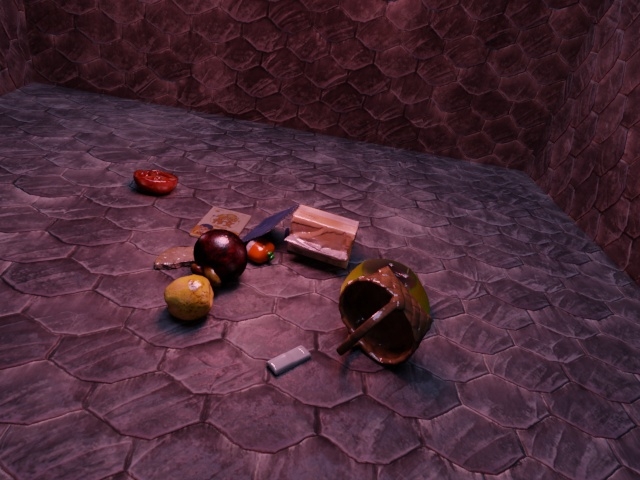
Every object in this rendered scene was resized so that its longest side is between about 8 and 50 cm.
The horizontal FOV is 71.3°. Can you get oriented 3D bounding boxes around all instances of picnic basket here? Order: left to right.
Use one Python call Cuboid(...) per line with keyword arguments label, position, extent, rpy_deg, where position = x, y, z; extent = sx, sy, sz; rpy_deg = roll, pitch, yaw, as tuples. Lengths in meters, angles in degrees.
Cuboid(label="picnic basket", position=(0.178, 0.292, 1.549), extent=(0.337, 0.293, 0.337), rpy_deg=(22, 41, -21))

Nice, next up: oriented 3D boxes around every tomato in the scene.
Cuboid(label="tomato", position=(-0.859, -0.300, 2.331), extent=(0.228, 0.101, 0.228), rpy_deg=(10, 23, -4))

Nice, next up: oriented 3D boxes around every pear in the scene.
Cuboid(label="pear", position=(-0.474, 0.202, 1.600), extent=(0.178, 0.178, 0.178), rpy_deg=(9, 32, -6))
Cuboid(label="pear", position=(0.287, 0.205, 1.866), extent=(0.398, 0.165, 0.399), rpy_deg=(9, 32, -6))

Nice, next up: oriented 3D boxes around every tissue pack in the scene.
Cuboid(label="tissue pack", position=(0.000, 0.000, 2.050), extent=(0.305, 0.239, 0.238), rpy_deg=(18, 32, 6))

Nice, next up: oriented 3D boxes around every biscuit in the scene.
Cuboid(label="biscuit", position=(-0.578, 0.068, 1.901), extent=(0.250, 0.032, 0.133), rpy_deg=(-3, 35, -24))

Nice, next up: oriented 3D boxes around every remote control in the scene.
Cuboid(label="remote control", position=(-0.107, 0.407, 1.532), extent=(0.162, 0.029, 0.061), rpy_deg=(-18, 44, -41))

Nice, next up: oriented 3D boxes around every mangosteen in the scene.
Cuboid(label="mangosteen", position=(-0.416, 0.081, 1.784), extent=(0.228, 0.228, 0.265), rpy_deg=(25, 63, 19))

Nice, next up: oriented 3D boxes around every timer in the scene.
Cuboid(label="timer", position=(-0.258, 0.048, 1.984), extent=(0.136, 0.099, 0.136), rpy_deg=(1, 39, 0))

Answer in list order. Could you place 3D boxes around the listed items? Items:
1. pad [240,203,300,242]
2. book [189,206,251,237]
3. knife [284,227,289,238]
Cuboid(label="pad", position=(-0.248, -0.072, 2.060), extent=(0.269, 0.012, 0.269), rpy_deg=(-17, 20, 44))
Cuboid(label="book", position=(-0.482, -0.074, 2.178), extent=(0.207, 0.020, 0.295), rpy_deg=(14, 31, 3))
Cuboid(label="knife", position=(-0.163, -0.036, 2.223), extent=(0.031, 0.018, 0.121), rpy_deg=(-22, 31, 8))
